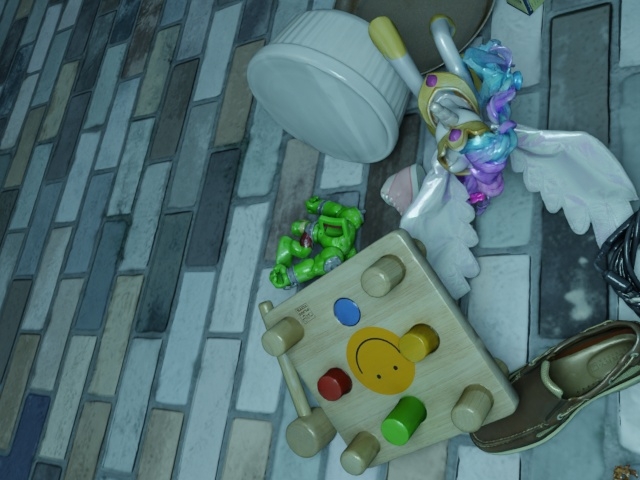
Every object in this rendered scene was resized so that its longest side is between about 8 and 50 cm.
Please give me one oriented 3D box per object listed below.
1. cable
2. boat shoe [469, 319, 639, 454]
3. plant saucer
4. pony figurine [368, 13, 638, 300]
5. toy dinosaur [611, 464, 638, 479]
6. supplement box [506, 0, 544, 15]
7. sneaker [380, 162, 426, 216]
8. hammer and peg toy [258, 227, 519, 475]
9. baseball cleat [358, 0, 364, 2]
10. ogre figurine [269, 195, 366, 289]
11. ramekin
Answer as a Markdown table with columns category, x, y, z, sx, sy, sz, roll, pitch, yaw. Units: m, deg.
| category | x | y | z | sx | sy | sz | roll | pitch | yaw |
| --- | --- | --- | --- | --- | --- | --- | --- | --- | --- |
| cable | 0.435 | 0.013 | 0.789 | 0.184 | 0.047 | 0.150 | -45 | 62 | 10 |
| boat shoe | 0.280 | 0.172 | 0.805 | 0.257 | 0.095 | 0.095 | -39 | 52 | 15 |
| plant saucer | 0.165 | -0.415 | 1.175 | 0.311 | 0.050 | 0.310 | -9 | 71 | 27 |
| pony figurine | 0.200 | -0.120 | 0.879 | 0.303 | 0.351 | 0.363 | -29 | 36 | 17 |
| toy dinosaur | 0.332 | 0.397 | 0.638 | 0.218 | 0.164 | 0.321 | -29 | 75 | 42 |
| supplement box | 0.333 | -0.423 | 1.055 | 0.083 | 0.083 | 0.056 | -46 | 50 | 8 |
| sneaker | 0.133 | -0.055 | 1.049 | 0.070 | 0.051 | 0.134 | -18 | 56 | 30 |
| hammer and peg toy | 0.036 | 0.166 | 0.864 | 0.361 | 0.127 | 0.265 | -34 | 89 | 35 |
| baseball cleat | 0.067 | -0.538 | 1.323 | 0.110 | 0.072 | 0.205 | -13 | 66 | 15 |
| ogre figurine | 0.000 | 0.000 | 1.082 | 0.118 | 0.096 | 0.197 | -1 | 24 | 30 |
| ramekin | 0.026 | -0.256 | 1.091 | 0.273 | 0.273 | 0.127 | 16 | 68 | 39 |
